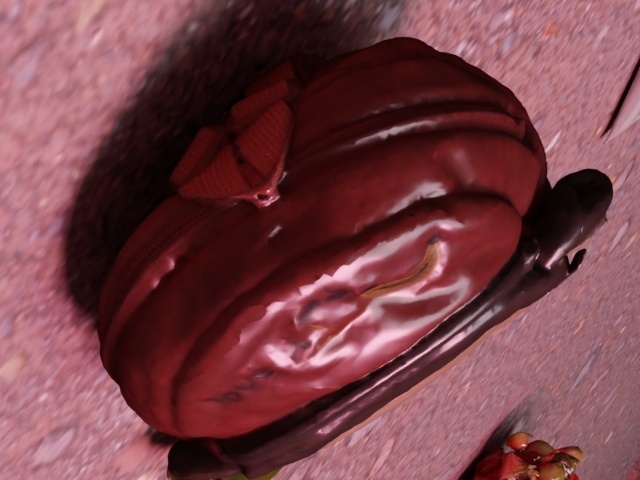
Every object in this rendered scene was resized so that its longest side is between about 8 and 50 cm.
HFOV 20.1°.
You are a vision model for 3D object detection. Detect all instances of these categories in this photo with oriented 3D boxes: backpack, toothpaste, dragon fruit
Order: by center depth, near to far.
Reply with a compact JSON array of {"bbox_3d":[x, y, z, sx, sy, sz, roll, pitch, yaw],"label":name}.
[{"bbox_3d":[0.001,0.002,0.737,0.229,0.139,0.229,-32,168,-8],"label":"backpack"},{"bbox_3d":[0.249,-0.143,1.268,0.052,0.033,0.218,-37,160,-32],"label":"toothpaste"},{"bbox_3d":[0.212,0.275,1.805,0.167,0.160,0.172,-10,157,5],"label":"dragon fruit"}]

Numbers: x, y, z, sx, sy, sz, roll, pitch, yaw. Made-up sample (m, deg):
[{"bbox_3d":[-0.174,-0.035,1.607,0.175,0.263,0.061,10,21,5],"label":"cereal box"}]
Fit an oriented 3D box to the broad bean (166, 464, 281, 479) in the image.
[{"bbox_3d":[-0.028,0.097,0.985,0.213,0.048,0.070,-29,150,-60],"label":"broad bean"}]
